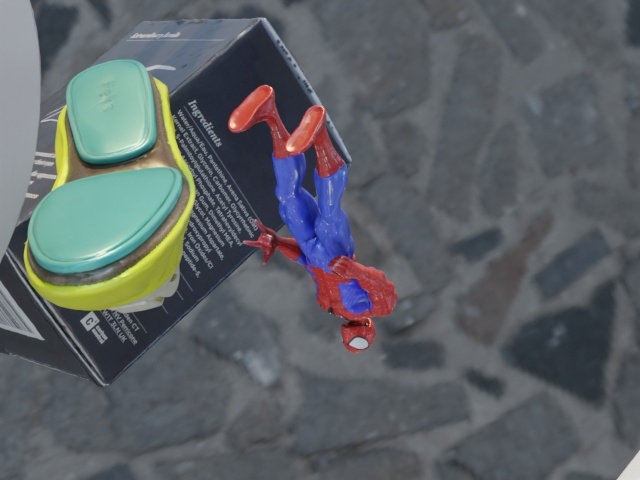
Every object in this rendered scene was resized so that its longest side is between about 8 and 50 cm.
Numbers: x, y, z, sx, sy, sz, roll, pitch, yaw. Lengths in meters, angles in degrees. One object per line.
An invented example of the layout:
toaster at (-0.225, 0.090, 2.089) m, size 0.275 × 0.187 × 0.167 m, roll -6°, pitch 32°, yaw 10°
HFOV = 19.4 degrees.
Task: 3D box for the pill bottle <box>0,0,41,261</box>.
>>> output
pill bottle at (-0.311, -0.069, 0.751) m, size 0.363 × 0.210 × 0.210 m, roll 13°, pitch 54°, yaw 17°

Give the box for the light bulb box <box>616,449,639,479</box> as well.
light bulb box at (0.377, 0.236, 1.395) m, size 0.225 × 0.361 × 0.358 m, roll 30°, pitch 64°, yaw 29°

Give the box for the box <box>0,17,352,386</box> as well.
box at (-0.112, -0.029, 1.087) m, size 0.207 × 0.153 × 0.108 m, roll -42°, pitch 115°, yaw -21°

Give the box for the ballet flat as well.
ballet flat at (-0.094, -0.011, 0.900) m, size 0.231 × 0.077 × 0.077 m, roll -98°, pitch 177°, yaw -62°

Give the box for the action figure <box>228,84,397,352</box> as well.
action figure at (0.000, 0.000, 0.612) m, size 0.030 × 0.038 × 0.115 m, roll -56°, pitch 145°, yaw -24°
